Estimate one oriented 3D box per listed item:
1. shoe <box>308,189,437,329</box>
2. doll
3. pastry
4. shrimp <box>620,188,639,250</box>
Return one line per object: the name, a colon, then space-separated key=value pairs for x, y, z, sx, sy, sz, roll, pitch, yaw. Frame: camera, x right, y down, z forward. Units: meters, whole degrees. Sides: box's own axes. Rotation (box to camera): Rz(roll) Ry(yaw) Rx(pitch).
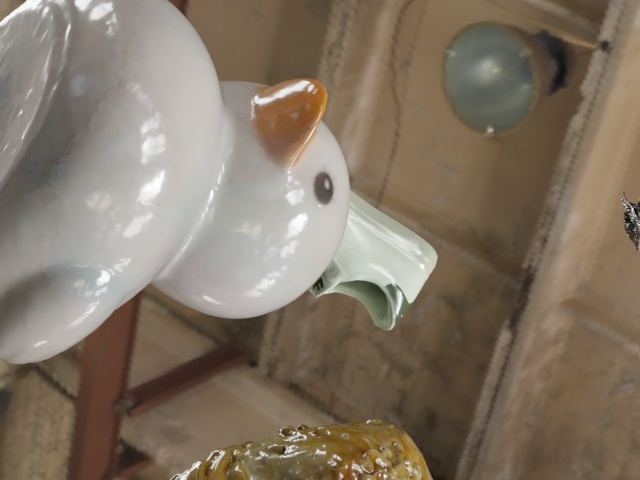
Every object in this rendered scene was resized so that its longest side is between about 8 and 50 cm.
shoe: x=0.000 y=0.000 z=1.424 sx=0.265 sy=0.110 sz=0.095 roll=27 pitch=-22 yaw=-12
doll: x=-0.101 y=-0.024 z=0.732 sx=0.251 sy=0.221 sz=0.221 roll=-36 pitch=-102 yaw=27
pastry: x=-0.016 y=0.303 z=1.285 sx=0.162 sy=0.311 sz=0.255 roll=-132 pitch=-151 yaw=-58
shrimp: x=0.391 y=-0.019 z=1.557 sx=0.065 sy=0.165 sz=0.056 roll=-13 pitch=-114 yaw=27
